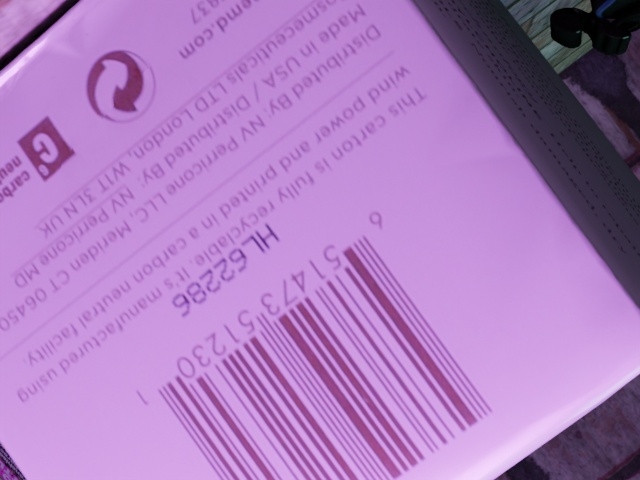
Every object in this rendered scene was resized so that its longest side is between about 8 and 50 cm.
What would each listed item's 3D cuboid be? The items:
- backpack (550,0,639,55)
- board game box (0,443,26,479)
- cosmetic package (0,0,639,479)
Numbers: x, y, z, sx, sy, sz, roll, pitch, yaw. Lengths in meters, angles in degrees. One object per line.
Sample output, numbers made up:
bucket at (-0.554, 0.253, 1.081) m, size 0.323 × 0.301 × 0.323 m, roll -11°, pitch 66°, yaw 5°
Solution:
backpack at (0.264, -0.274, 1.036) m, size 0.263 × 0.213 × 0.276 m, roll -21°, pitch 171°, yaw -47°
board game box at (-0.283, 0.242, 1.456) m, size 0.141 × 0.232 × 0.291 m, roll -38°, pitch -167°, yaw 7°
cosmetic package at (0.000, 0.000, 1.018) m, size 0.329 × 0.327 × 0.394 m, roll -38°, pitch 175°, yaw 14°
